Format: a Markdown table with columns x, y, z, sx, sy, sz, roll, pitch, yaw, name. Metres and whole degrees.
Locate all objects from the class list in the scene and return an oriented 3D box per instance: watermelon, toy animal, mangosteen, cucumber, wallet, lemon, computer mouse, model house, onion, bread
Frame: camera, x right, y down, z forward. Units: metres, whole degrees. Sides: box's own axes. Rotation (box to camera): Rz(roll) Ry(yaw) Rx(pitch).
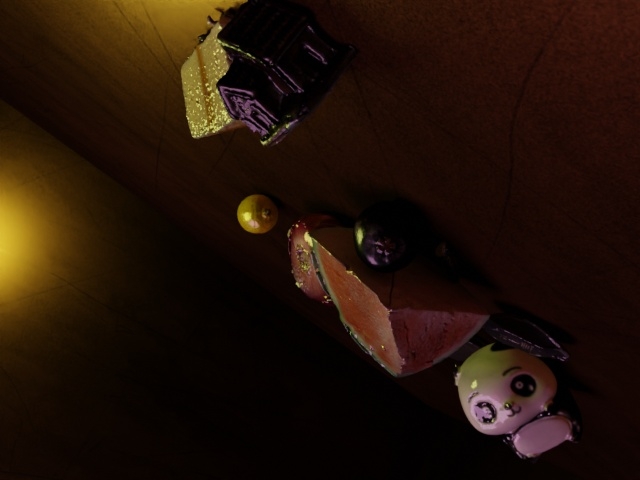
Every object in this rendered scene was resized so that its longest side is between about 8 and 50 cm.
| x | y | z | sx | sy | sz | roll | pitch | yaw | name |
| --- | --- | --- | --- | --- | --- | --- | --- | --- | --- |
| 0.127 | 0.141 | 1.173 | 0.319 | 0.222 | 0.292 | 1 | -147 | -42 | watermelon |
| 0.492 | 0.399 | 1.433 | 0.310 | 0.251 | 0.251 | 47 | 162 | -20 | toy animal |
| 0.126 | -0.012 | 1.070 | 0.137 | 0.137 | 0.151 | 35 | -165 | -10 | mangosteen |
| 0.264 | 0.045 | 1.132 | 0.034 | 0.033 | 0.135 | -14 | 144 | 25 | cucumber |
| 0.422 | 0.320 | 1.699 | 0.165 | 0.042 | 0.309 | 32 | 166 | -4 | wallet |
| -0.170 | -0.072 | 1.519 | 0.109 | 0.109 | 0.133 | 40 | 155 | -26 | lemon |
| 0.445 | 0.202 | 1.209 | 0.192 | 0.062 | 0.106 | 21 | 162 | 19 | computer mouse |
| -0.068 | -0.226 | 0.732 | 0.152 | 0.165 | 0.106 | 39 | -178 | -17 | model house |
| 0.013 | 0.045 | 1.364 | 0.161 | 0.248 | 0.248 | 1 | -176 | -32 | onion |
| -0.145 | -0.240 | 0.920 | 0.178 | 0.141 | 0.266 | 22 | 173 | -24 | bread |

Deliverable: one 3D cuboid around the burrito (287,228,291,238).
| x | y | z | sx | sy | sz | roll | pitch | yaw | name |
| --- | --- | --- | --- | --- | --- | --- | --- | --- | --- |
| -0.002 | 0.001 | 1.523 | 0.230 | 0.063 | 0.058 | 8 | 112 | 44 | burrito |
